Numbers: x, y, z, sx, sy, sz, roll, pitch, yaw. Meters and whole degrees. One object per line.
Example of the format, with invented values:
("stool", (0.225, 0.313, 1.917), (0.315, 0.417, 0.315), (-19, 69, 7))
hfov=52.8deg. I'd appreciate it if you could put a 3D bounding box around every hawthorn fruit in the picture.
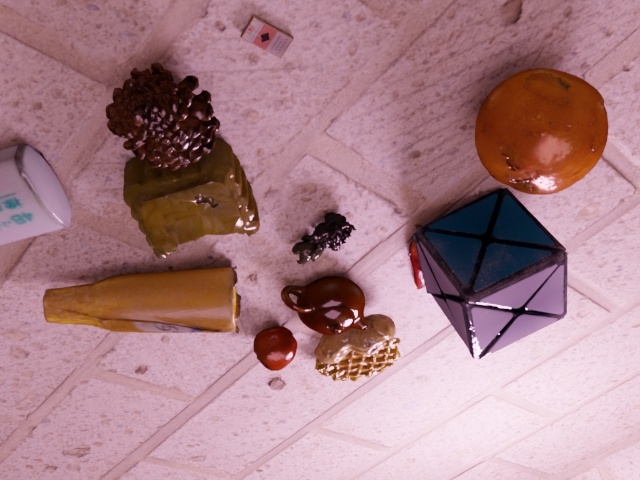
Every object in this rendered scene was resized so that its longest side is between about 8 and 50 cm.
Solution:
("hawthorn fruit", (-0.118, 0.289, 1.735), (0.128, 0.128, 0.128), (-6, 136, -6))

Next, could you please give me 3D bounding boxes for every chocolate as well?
("chocolate", (-0.409, 0.152, 1.505), (0.446, 0.162, 0.162), (-3, 136, -7))

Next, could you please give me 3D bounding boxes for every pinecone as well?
("pinecone", (-0.270, -0.216, 1.146), (0.179, 0.150, 0.195), (-29, 134, 17))

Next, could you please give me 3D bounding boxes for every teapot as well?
("teapot", (0.013, 0.173, 1.626), (0.252, 0.135, 0.178), (18, 125, -29))

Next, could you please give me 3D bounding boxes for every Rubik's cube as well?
("Rubik's cube", (0.392, 0.076, 1.486), (0.260, 0.259, 0.254), (-29, 135, -4))

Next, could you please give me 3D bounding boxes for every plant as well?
("plant", (0.000, 0.000, 1.486), (0.174, 0.087, 0.085), (-35, 97, 27))

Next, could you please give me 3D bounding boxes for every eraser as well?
("eraser", (-0.659, -0.070, 1.251), (0.290, 0.104, 0.189), (-15, 140, 5))

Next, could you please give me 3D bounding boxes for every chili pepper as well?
("chili pepper", (0.253, 0.051, 1.611), (0.059, 0.050, 0.268), (-28, 140, -18))

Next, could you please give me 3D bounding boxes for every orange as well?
("orange", (0.422, -0.212, 1.239), (0.246, 0.246, 0.246), (-6, 136, -6))

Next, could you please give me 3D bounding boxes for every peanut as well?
("peanut", (0.091, 0.262, 1.728), (0.230, 0.103, 0.098), (-17, 121, 9))

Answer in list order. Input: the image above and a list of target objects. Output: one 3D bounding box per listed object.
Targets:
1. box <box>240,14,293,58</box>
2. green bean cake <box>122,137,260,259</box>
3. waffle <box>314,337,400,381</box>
("box", (-0.094, -0.359, 1.136), (0.083, 0.012, 0.046), (20, 129, -29))
("green bean cake", (-0.259, -0.073, 1.317), (0.236, 0.124, 0.233), (-16, 137, 3))
("waffle", (0.117, 0.336, 1.871), (0.243, 0.058, 0.238), (-32, 133, 17))
